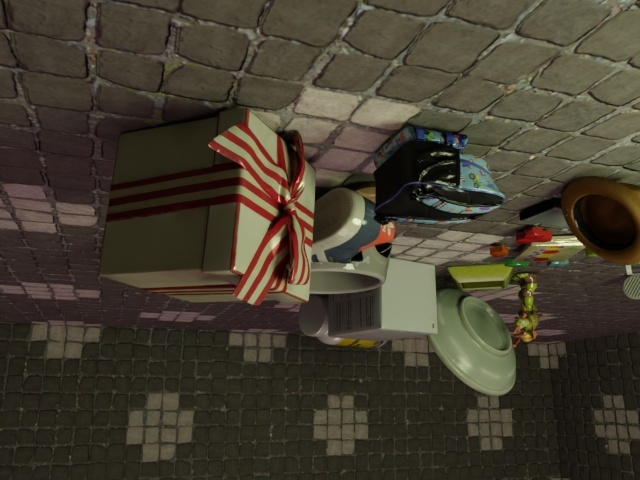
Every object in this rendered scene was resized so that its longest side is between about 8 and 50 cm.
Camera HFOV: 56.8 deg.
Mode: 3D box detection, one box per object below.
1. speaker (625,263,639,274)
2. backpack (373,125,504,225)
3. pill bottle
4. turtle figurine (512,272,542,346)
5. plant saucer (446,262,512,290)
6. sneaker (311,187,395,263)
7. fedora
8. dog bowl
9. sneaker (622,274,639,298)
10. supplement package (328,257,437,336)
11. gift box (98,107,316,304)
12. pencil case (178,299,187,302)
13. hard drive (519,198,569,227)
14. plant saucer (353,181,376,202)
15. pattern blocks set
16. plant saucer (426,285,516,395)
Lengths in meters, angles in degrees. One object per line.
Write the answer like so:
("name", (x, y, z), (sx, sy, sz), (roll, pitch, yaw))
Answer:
("speaker", (0.867, 0.056, 1.537), (0.136, 0.055, 0.055), (-8, 163, 29))
("backpack", (0.180, -0.088, 0.887), (0.173, 0.117, 0.158), (5, 164, -15))
("pill bottle", (0.090, 0.284, 2.122), (0.333, 0.188, 0.187), (14, 160, -40))
("turtle figurine", (0.623, 0.211, 1.783), (0.087, 0.218, 0.269), (0, 169, 18))
("plant saucer", (0.480, 0.114, 1.765), (0.188, 0.045, 0.188), (-4, 164, 16))
("sneaker", (0.000, 0.000, 1.155), (0.148, 0.131, 0.350), (19, 161, -34))
("fedora", (0.519, -0.049, 1.040), (0.079, 0.194, 0.194), (-35, 172, -15))
("dog bowl", (0.007, 0.058, 1.458), (0.348, 0.102, 0.349), (1, 165, 0))
("sneaker", (1.051, 0.122, 1.719), (0.160, 0.102, 0.282), (2, 176, -21))
("supplement package", (0.174, 0.177, 1.707), (0.199, 0.198, 0.262), (10, 162, -30))
("gift box", (-0.148, -0.029, 0.856), (0.258, 0.255, 0.276), (-4, 168, 23))
("pencil case", (-0.364, 0.082, 1.494), (0.119, 0.133, 0.306), (-25, 165, -2))
("hard drive", (0.486, -0.053, 1.195), (0.135, 0.022, 0.094), (7, 163, -23))
("plant saucer", (0.098, -0.089, 1.077), (0.083, 0.015, 0.083), (1, 165, 0))
("pattern blocks set", (0.564, 0.020, 1.454), (0.285, 0.026, 0.325), (2, 165, -5))
("plant saucer", (0.494, 0.289, 1.873), (0.400, 0.401, 0.100), (13, 133, -38))
